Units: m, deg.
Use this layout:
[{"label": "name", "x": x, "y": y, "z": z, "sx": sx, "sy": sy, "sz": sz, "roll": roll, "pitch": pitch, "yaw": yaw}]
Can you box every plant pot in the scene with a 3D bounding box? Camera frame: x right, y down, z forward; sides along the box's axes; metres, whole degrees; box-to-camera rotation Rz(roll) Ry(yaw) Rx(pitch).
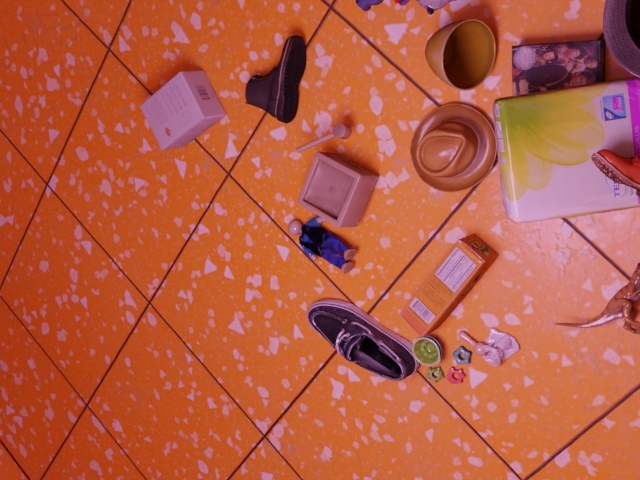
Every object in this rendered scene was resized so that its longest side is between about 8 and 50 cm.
[{"label": "plant pot", "x": 0.260, "y": -0.366, "z": 1.531, "sx": 0.095, "sy": 0.134, "sz": 0.134, "roll": 29, "pitch": 120, "yaw": 54}]

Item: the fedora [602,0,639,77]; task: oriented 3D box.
[{"label": "fedora", "x": 0.602, "y": -0.384, "z": 1.286, "sx": 0.244, "sy": 0.124, "sz": 0.275, "roll": 17, "pitch": 100, "yaw": 26}]

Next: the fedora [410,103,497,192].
[{"label": "fedora", "x": 0.258, "y": -0.184, "z": 1.596, "sx": 0.194, "sy": 0.079, "sz": 0.194, "roll": 9, "pitch": 107, "yaw": 31}]

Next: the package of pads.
[{"label": "package of pads", "x": 0.464, "y": -0.158, "z": 1.387, "sx": 0.297, "sy": 0.101, "sz": 0.229, "roll": -7, "pitch": 101, "yaw": 6}]

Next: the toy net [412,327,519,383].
[{"label": "toy net", "x": 0.315, "y": 0.254, "z": 1.694, "sx": 0.232, "sy": 0.045, "sz": 0.122, "roll": -10, "pitch": 96, "yaw": 35}]

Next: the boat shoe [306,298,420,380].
[{"label": "boat shoe", "x": 0.081, "y": 0.232, "z": 1.807, "sx": 0.301, "sy": 0.102, "sz": 0.108, "roll": 30, "pitch": 117, "yaw": 24}]

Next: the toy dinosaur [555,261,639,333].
[{"label": "toy dinosaur", "x": 0.568, "y": 0.131, "z": 1.496, "sx": 0.211, "sy": 0.064, "sz": 0.112, "roll": -51, "pitch": 55, "yaw": 22}]

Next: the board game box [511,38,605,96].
[{"label": "board game box", "x": 0.446, "y": -0.248, "z": 1.477, "sx": 0.165, "sy": 0.042, "sz": 0.243, "roll": 3, "pitch": 104, "yaw": 32}]

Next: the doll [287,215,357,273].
[{"label": "doll", "x": 0.000, "y": 0.000, "z": 1.834, "sx": 0.189, "sy": 0.046, "sz": 0.129, "roll": 30, "pitch": 127, "yaw": 31}]

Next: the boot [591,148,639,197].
[{"label": "boot", "x": 0.530, "y": -0.125, "z": 1.311, "sx": 0.158, "sy": 0.059, "sz": 0.084, "roll": 27, "pitch": 99, "yaw": -10}]

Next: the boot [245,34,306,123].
[{"label": "boot", "x": -0.113, "y": -0.382, "z": 1.797, "sx": 0.137, "sy": 0.077, "sz": 0.197, "roll": 27, "pitch": 115, "yaw": 31}]

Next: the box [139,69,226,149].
[{"label": "box", "x": -0.342, "y": -0.323, "z": 1.949, "sx": 0.171, "sy": 0.091, "sz": 0.130, "roll": -29, "pitch": 86, "yaw": 35}]

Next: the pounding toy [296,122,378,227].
[{"label": "pounding toy", "x": 0.035, "y": -0.160, "z": 1.748, "sx": 0.181, "sy": 0.094, "sz": 0.206, "roll": 31, "pitch": 108, "yaw": 29}]

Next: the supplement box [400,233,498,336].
[{"label": "supplement box", "x": 0.270, "y": 0.096, "z": 1.663, "sx": 0.080, "sy": 0.078, "sz": 0.233, "roll": 47, "pitch": 122, "yaw": 18}]

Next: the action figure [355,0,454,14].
[{"label": "action figure", "x": 0.183, "y": -0.597, "z": 1.486, "sx": 0.341, "sy": 0.179, "sz": 0.330, "roll": -12, "pitch": 101, "yaw": 60}]
